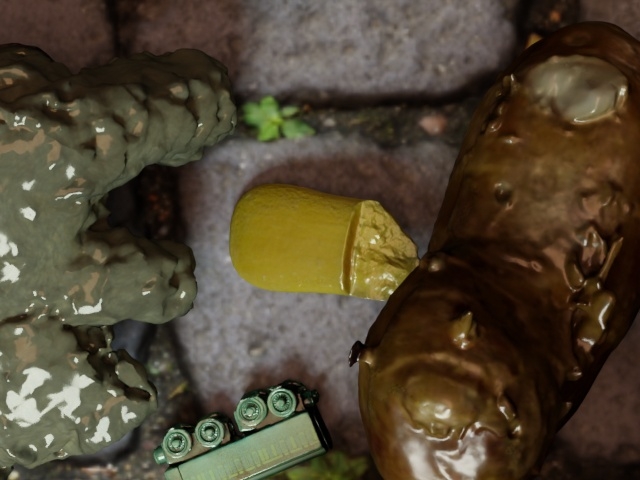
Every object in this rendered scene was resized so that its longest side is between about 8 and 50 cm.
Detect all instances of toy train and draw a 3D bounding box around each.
[{"bbox_3d":[-0.063,0.166,1.165,0.148,0.038,0.071,-24,89,7],"label":"toy train"}]

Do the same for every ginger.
[{"bbox_3d":[0.147,0.025,1.040,0.176,0.254,0.418,24,88,13],"label":"ginger"}]

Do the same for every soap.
[{"bbox_3d":[0.000,0.000,1.141,0.169,0.033,0.089,4,93,27],"label":"soap"}]

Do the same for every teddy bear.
[{"bbox_3d":[-0.260,0.013,1.137,0.358,0.224,0.367,7,106,7],"label":"teddy bear"}]
